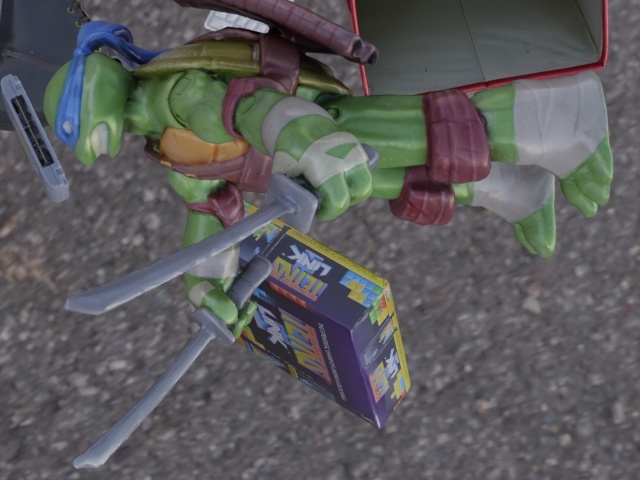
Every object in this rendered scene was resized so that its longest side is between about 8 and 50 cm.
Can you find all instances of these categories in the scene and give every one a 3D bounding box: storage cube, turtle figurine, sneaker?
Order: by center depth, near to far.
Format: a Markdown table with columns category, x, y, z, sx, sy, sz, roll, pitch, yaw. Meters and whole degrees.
| category | x | y | z | sx | sy | sz | roll | pitch | yaw |
| --- | --- | --- | --- | --- | --- | --- | --- | --- | --- |
| turtle figurine | 0.000 | 0.000 | 0.745 | 0.266 | 0.197 | 0.274 | -1 | 42 | -10 |
| storage cube | 0.100 | -0.239 | 1.127 | 0.184 | 0.215 | 0.193 | -10 | 41 | 0 |
| sneaker | -0.217 | -0.194 | 1.298 | 0.118 | 0.083 | 0.222 | 6 | 76 | 13 |

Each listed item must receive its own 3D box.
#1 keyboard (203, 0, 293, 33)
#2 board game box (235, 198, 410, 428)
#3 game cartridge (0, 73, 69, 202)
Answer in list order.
| category | x | y | z | sx | sy | sz | roll | pitch | yaw |
| --- | --- | --- | --- | --- | --- | --- | --- | --- | --- |
| keyboard | -0.020 | -0.294 | 1.403 | 0.072 | 0.256 | 0.014 | 15 | 26 | -39 |
| board game box | -0.011 | 0.054 | 1.099 | 0.141 | 0.170 | 0.048 | 30 | 69 | 24 |
| game cartridge | -0.192 | -0.067 | 1.018 | 0.017 | 0.056 | 0.083 | -25 | 83 | -9 |
